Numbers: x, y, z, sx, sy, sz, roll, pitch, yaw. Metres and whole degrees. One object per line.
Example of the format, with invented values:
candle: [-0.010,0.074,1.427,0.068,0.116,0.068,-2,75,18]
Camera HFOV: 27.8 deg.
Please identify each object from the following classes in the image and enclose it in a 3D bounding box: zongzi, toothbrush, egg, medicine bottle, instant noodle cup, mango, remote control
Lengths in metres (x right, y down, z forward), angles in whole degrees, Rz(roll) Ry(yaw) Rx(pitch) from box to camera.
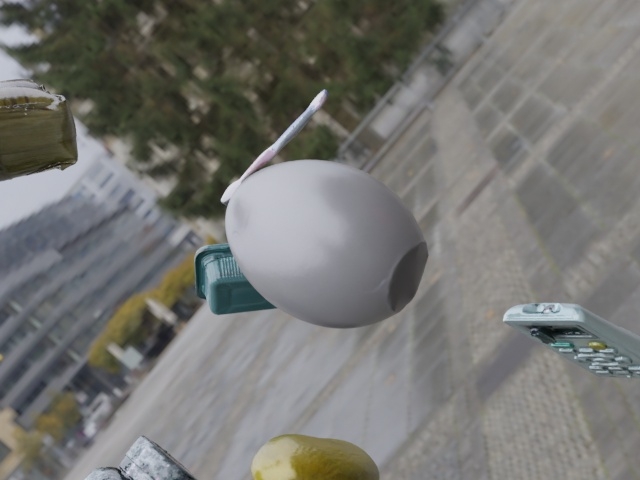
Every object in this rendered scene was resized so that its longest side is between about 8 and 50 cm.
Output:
zongzi: [-0.434,-0.142,1.602,0.221,0.112,0.242,-13,25,-23]
toothbrush: [-0.076,-0.159,2.206,0.269,0.021,0.027,-47,-11,-12]
egg: [0.000,0.000,1.411,0.176,0.232,0.176,-34,-44,-40]
medicine bottle: [-0.280,0.388,1.629,0.293,0.141,0.141,-51,3,-10]
instant noodle cup: [-0.133,0.073,2.322,0.157,0.179,0.070,95,166,-52]
mango: [0.005,0.298,1.650,0.237,0.137,0.091,8,-80,-53]
remote control: [0.333,0.121,1.550,0.103,0.293,0.051,-3,71,38]
